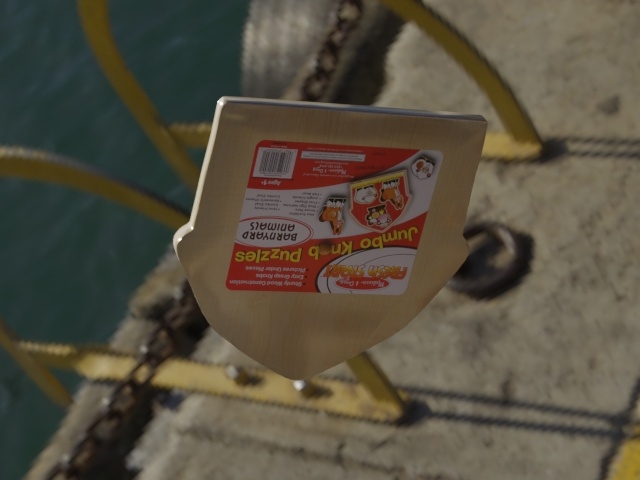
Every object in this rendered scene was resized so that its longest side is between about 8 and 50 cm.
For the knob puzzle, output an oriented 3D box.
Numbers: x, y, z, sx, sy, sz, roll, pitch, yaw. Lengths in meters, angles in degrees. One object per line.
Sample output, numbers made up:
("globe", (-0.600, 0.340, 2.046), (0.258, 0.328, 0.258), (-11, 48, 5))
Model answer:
("knob puzzle", (0.000, 0.000, 1.073), (0.213, 0.213, 0.030), (-32, 36, 2))
